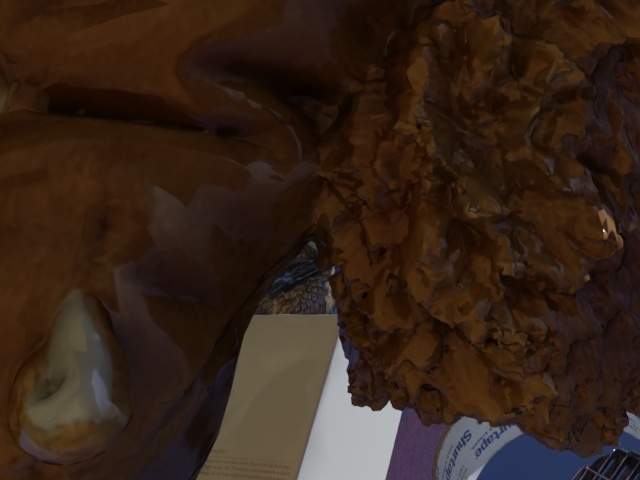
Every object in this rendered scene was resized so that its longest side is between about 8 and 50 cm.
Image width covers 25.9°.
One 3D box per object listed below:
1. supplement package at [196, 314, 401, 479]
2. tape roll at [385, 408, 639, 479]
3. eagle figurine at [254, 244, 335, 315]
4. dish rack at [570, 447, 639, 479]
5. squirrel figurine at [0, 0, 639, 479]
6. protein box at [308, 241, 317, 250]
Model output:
[{"bbox_3d":[-0.023,0.150,0.951,0.105,0.105,0.179,-2,-121,35],"label":"supplement package"},{"bbox_3d":[0.196,0.206,1.162,0.275,0.090,0.275,-14,-133,15],"label":"tape roll"},{"bbox_3d":[-0.011,0.002,1.935,0.225,0.226,0.298,-19,-126,29],"label":"eagle figurine"},{"bbox_3d":[0.323,0.321,1.266,0.271,0.074,0.208,28,-117,31],"label":"dish rack"},{"bbox_3d":[-0.017,-0.044,0.554,0.397,0.281,0.370,14,-122,0],"label":"squirrel figurine"},{"bbox_3d":[0.078,-0.079,1.199,0.201,0.136,0.200,-27,-139,-27],"label":"protein box"}]
